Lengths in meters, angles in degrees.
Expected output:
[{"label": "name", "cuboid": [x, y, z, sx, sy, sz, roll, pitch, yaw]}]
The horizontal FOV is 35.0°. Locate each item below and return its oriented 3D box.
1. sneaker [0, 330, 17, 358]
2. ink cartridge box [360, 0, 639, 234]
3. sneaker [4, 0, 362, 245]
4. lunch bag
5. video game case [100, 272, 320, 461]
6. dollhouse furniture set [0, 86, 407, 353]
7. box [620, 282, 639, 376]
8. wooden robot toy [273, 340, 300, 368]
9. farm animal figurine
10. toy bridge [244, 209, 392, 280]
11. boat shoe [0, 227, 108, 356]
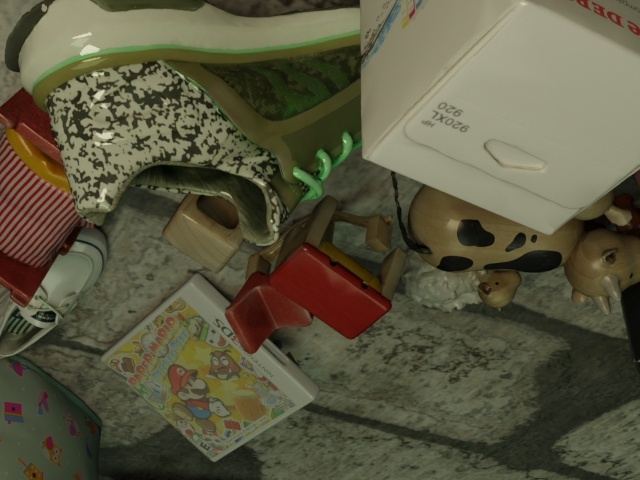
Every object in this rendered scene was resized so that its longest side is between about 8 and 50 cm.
[{"label": "sneaker", "cuboid": [-0.447, 0.103, 1.217, 0.175, 0.064, 0.067, 14, 145, -18]}, {"label": "ink cartridge box", "cuboid": [0.141, -0.159, 0.720, 0.171, 0.233, 0.168, 19, 140, -24]}, {"label": "sneaker", "cuboid": [-0.035, -0.080, 0.811, 0.410, 0.182, 0.158, -3, 166, -27]}, {"label": "lunch bag", "cuboid": [-0.404, 0.288, 1.334, 0.160, 0.223, 0.262, -14, 141, 8]}, {"label": "video game case", "cuboid": [-0.142, 0.165, 1.259, 0.206, 0.026, 0.227, 44, 131, -9]}, {"label": "dollhouse furniture set", "cuboid": [-0.136, 0.006, 0.922, 0.374, 0.152, 0.201, 36, 133, -12]}, {"label": "box", "cuboid": [0.464, 0.061, 1.073, 0.270, 0.165, 0.143, -16, 141, 20]}, {"label": "wooden robot toy", "cuboid": [-0.084, 0.191, 1.337, 0.173, 0.076, 0.079, -19, 150, 24]}, {"label": "farm animal figurine", "cuboid": [0.228, -0.028, 0.948, 0.326, 0.172, 0.330, -5, 143, 8]}, {"label": "toy bridge", "cuboid": [0.000, 0.000, 1.075, 0.188, 0.063, 0.026, -18, 140, 36]}, {"label": "boat shoe", "cuboid": [-0.308, 0.066, 1.157, 0.083, 0.076, 0.226, 21, 139, -26]}]
